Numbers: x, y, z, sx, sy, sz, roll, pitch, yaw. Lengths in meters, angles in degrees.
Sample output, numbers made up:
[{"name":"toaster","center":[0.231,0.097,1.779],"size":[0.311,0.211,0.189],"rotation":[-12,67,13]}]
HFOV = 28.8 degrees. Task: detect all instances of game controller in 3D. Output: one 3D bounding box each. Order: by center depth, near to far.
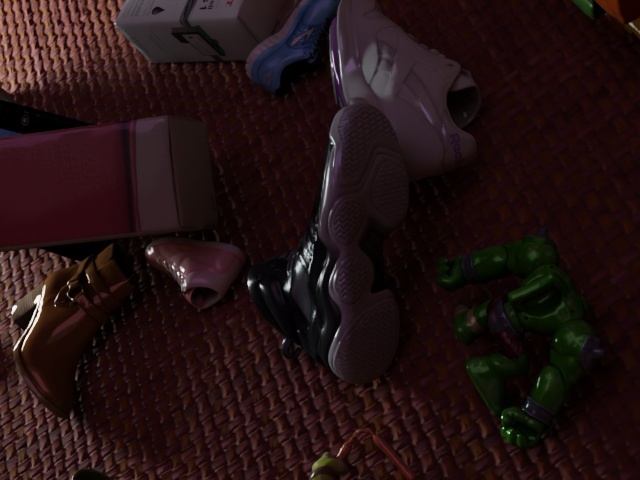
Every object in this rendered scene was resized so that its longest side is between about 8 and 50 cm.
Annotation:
[{"name":"game controller","center":[-0.373,-0.084,1.567],"size":[0.319,0.067,0.167],"rotation":[16,108,29]}]

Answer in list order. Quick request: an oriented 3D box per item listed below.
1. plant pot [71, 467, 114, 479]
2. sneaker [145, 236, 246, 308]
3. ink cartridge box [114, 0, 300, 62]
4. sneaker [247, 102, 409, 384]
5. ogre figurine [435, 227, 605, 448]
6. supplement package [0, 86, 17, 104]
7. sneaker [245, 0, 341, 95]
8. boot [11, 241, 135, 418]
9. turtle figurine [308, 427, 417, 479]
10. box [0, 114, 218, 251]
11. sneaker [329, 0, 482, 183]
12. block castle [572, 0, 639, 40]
[{"name":"plant pot","center":[-0.241,0.290,1.270],"size":[0.079,0.083,0.083],"rotation":[-49,44,14]},{"name":"sneaker","center":[-0.152,0.037,1.396],"size":[0.134,0.051,0.070],"rotation":[3,56,32]},{"name":"ink cartridge box","center":[-0.134,-0.318,1.607],"size":[0.219,0.092,0.160],"rotation":[4,62,37]},{"name":"sneaker","center":[0.000,0.000,1.226],"size":[0.153,0.101,0.269],"rotation":[6,97,47]},{"name":"ogre figurine","center":[0.180,0.075,1.106],"size":[0.118,0.097,0.197],"rotation":[-37,33,24]},{"name":"supplement package","center":[-0.542,-0.166,1.711],"size":[0.194,0.203,0.149],"rotation":[-44,45,0]},{"name":"sneaker","center":[-0.011,-0.236,1.499],"size":[0.162,0.063,0.073],"rotation":[-46,62,5]},{"name":"boot","center":[-0.274,0.096,1.430],"size":[0.152,0.073,0.197],"rotation":[-32,49,7]},{"name":"turtle figurine","center":[-0.012,0.298,1.086],"size":[0.217,0.087,0.270],"rotation":[-27,48,17]},{"name":"box","center":[-0.249,-0.062,1.400],"size":[0.232,0.148,0.127],"rotation":[-6,91,12]},{"name":"sneaker","center":[0.089,-0.166,1.355],"size":[0.152,0.114,0.305],"rotation":[-9,46,-1]},{"name":"block castle","center":[0.355,-0.351,1.211],"size":[0.303,0.213,0.453],"rotation":[-31,52,-3]}]
